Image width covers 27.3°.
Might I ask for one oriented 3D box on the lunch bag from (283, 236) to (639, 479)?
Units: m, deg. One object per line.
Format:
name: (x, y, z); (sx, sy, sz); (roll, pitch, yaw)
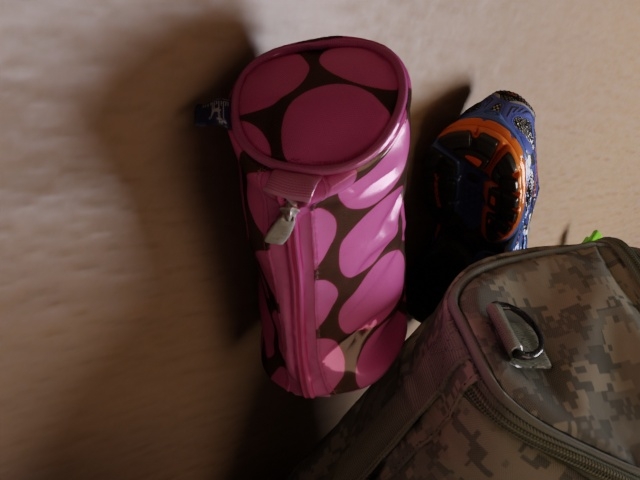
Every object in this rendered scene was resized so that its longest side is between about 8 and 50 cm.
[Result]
lunch bag: (0.114, 0.151, 0.817); (0.256, 0.212, 0.305); (9, 135, -30)

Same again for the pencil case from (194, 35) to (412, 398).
pencil case: (0.000, 0.000, 0.652); (0.209, 0.095, 0.098); (82, 11, -53)

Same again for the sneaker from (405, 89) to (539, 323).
sneaker: (0.114, -0.008, 0.896); (0.087, 0.083, 0.221); (-54, 160, -39)

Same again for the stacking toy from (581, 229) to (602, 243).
stacking toy: (0.207, 0.112, 1.261); (0.167, 0.052, 0.221); (-48, 151, -34)
